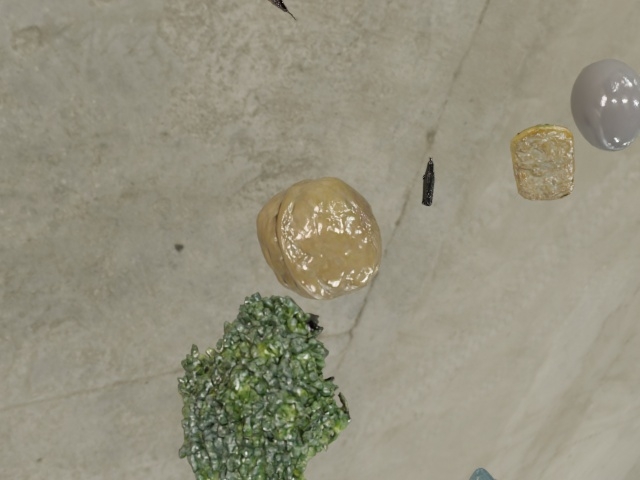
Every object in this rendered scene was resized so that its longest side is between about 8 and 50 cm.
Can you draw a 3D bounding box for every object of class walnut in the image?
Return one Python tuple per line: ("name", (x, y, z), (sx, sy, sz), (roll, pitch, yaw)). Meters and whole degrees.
("walnut", (0.000, 0.000, 1.749), (0.381, 0.381, 0.381), (-21, 131, -26))

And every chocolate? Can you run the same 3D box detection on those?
("chocolate", (-0.108, -0.469, 1.096), (0.028, 0.086, 0.182), (-47, 147, 5))

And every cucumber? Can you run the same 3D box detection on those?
("cucumber", (0.331, -0.184, 1.850), (0.043, 0.039, 0.163), (-63, 154, -61))

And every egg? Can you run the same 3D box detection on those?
("egg", (0.735, -0.341, 1.540), (0.176, 0.176, 0.231), (-9, 89, -34))

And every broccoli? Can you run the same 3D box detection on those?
("broccoli", (-0.085, 0.240, 0.866), (0.288, 0.248, 0.245), (-51, 165, -23))

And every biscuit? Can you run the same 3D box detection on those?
("biscuit", (0.452, -0.150, 1.222), (0.247, 0.118, 0.029), (55, 42, -52))

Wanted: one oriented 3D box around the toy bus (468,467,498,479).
("toy bus", (0.232, 0.358, 0.540), (0.190, 0.312, 0.152), (26, 90, -7))
